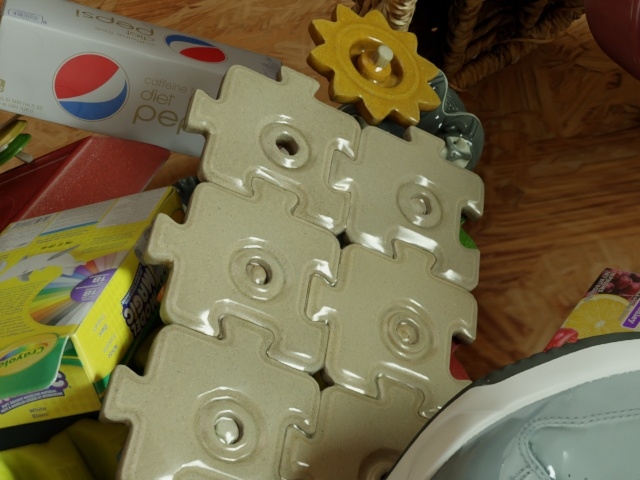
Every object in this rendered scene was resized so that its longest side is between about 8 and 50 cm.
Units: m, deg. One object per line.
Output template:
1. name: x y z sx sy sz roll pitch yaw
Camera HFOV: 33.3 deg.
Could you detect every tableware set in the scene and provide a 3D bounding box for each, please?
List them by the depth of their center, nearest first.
1. tableware set: -0.253 -0.036 0.764 0.104 0.024 0.154 -29 26 20

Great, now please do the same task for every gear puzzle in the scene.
1. gear puzzle: 0.000 0.000 0.543 0.044 0.175 0.339 -47 27 49

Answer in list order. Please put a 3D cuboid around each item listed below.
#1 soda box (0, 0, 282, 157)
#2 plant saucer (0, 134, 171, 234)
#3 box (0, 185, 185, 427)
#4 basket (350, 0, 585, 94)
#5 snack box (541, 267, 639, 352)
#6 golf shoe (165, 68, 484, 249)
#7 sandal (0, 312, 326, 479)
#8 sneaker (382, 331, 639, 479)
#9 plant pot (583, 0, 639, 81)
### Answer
1. soda box: -0.136 -0.119 0.804 0.216 0.074 0.069 13 28 -17
2. plant saucer: -0.258 0.027 0.737 0.258 0.047 0.259 -16 29 35
3. box: -0.132 0.035 0.508 0.105 0.043 0.179 -12 22 16
4. basket: 0.138 -0.222 0.715 0.214 0.299 0.223 2 68 -6
5. snack box: 0.175 0.066 0.493 0.141 0.037 0.100 13 47 41
6. golf shoe: -0.024 -0.015 0.698 0.273 0.105 0.120 -28 6 -4
7. sandal: -0.138 0.111 0.544 0.138 0.126 0.317 13 37 44
8. sneaker: 0.051 0.155 0.352 0.295 0.123 0.178 -34 29 -5
9. plant pot: 0.284 -0.145 0.615 0.201 0.201 0.180 -28 49 -10
